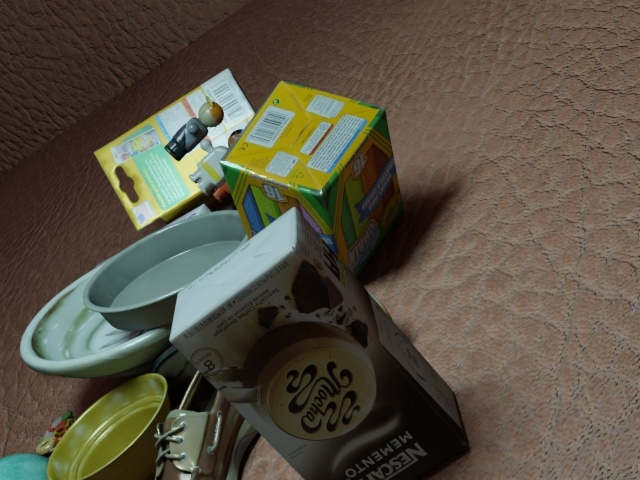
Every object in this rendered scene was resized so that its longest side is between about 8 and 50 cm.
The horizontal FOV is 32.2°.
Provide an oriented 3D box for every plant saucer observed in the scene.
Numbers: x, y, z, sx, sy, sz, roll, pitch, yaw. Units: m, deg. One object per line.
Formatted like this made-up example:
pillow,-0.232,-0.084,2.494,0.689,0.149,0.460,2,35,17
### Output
plant saucer,-0.295,0.124,1.834,0.400,0.101,0.400,-20,23,9

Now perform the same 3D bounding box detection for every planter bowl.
planter bowl,-0.285,0.301,1.611,0.217,0.090,0.217,-31,22,14

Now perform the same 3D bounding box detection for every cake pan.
cake pan,-0.229,0.048,1.738,0.293,0.054,0.293,-20,23,9

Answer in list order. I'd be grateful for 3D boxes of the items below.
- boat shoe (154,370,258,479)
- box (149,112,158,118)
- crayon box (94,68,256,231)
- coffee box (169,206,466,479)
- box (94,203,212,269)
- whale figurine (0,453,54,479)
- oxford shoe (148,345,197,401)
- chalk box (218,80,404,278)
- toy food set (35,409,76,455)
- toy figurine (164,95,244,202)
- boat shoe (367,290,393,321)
boat shoe,-0.169,0.274,1.449,0.123,0.116,0.324,-23,29,37
box,-0.277,-0.206,2.388,0.145,0.186,0.038,-17,31,46
crayon box,-0.265,-0.173,2.235,0.323,0.203,0.083,-31,-17,0
coffee box,0.001,0.137,1.193,0.168,0.297,0.119,-37,20,13
box,-0.335,0.030,2.216,0.324,0.067,0.063,-28,26,31
whale figurine,-0.486,0.428,1.635,0.272,0.141,0.216,-42,32,12
oxford shoe,-0.191,0.193,1.672,0.083,0.096,0.227,-19,-23,-48
chalk box,0.001,-0.058,1.638,0.179,0.289,0.180,19,59,27
toy food set,-0.456,0.334,1.920,0.083,0.020,0.082,-36,23,15
toy figurine,-0.160,-0.143,2.043,0.148,0.209,0.213,-44,40,1
boat shoe,-0.008,0.100,1.511,0.098,0.109,0.302,-36,26,-16
